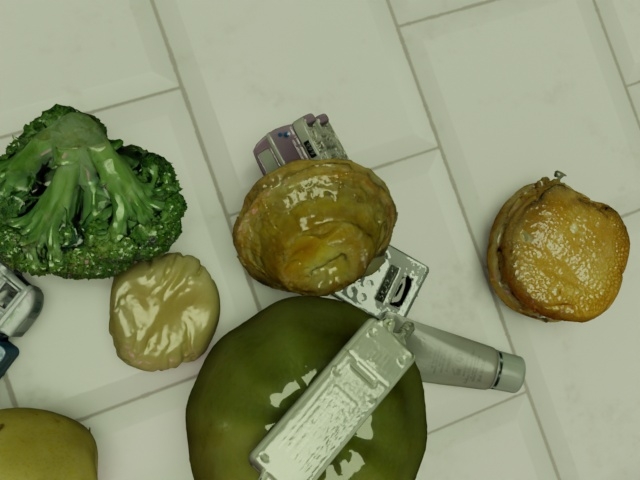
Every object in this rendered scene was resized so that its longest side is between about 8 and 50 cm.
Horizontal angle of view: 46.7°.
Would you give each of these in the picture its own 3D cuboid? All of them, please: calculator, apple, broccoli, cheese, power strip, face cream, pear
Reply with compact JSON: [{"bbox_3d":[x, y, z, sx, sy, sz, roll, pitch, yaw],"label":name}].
[{"bbox_3d":[0.093,0.067,1.570,0.261,0.021,0.161,28,80,-8],"label":"calculator"},{"bbox_3d":[-0.021,0.324,1.321,0.473,0.473,0.474,1,84,-12],"label":"apple"},{"bbox_3d":[-0.436,-0.079,1.327,0.321,0.310,0.413,-41,60,2],"label":"broccoli"},{"bbox_3d":[-0.301,0.137,1.436,0.213,0.117,0.226,-4,90,-16],"label":"cheese"},{"bbox_3d":[0.027,0.240,1.102,0.098,0.058,0.338,42,70,6],"label":"power strip"},{"bbox_3d":[0.272,0.251,1.558,0.314,0.089,0.143,13,94,-6],"label":"face cream"},{"bbox_3d":[-0.521,0.438,1.262,0.309,0.309,0.309,1,84,-12],"label":"pear"}]

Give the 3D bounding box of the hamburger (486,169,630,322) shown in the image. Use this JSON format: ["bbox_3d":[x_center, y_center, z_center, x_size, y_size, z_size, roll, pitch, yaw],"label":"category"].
[{"bbox_3d":[0.504,0.020,1.587,0.289,0.170,0.314,24,79,-12],"label":"hamburger"}]

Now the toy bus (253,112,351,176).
[{"bbox_3d":[-0.030,-0.167,1.484,0.142,0.202,0.142,-30,89,18],"label":"toy bus"}]

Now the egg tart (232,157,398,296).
[{"bbox_3d":[-0.001,-0.003,1.395,0.341,0.129,0.341,-9,129,-11],"label":"egg tart"}]

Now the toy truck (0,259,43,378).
[{"bbox_3d":[-0.656,0.199,1.332,0.175,0.146,0.367,35,79,-6],"label":"toy truck"}]
